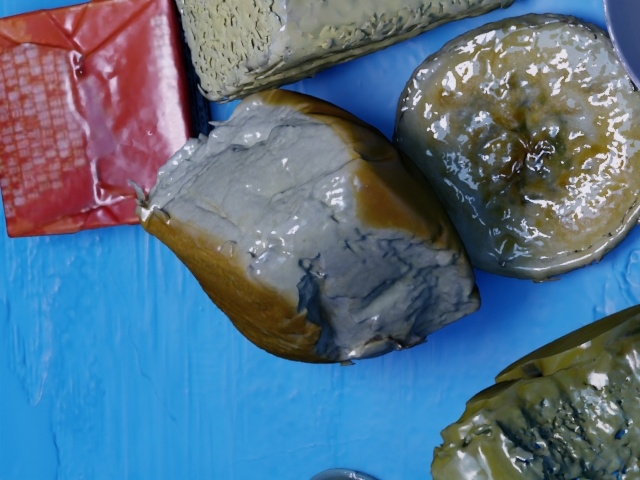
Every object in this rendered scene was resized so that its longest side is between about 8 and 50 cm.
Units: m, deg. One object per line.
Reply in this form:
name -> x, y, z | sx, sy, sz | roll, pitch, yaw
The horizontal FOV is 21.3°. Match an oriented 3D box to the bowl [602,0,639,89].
bowl -> 0.403, -0.227, 1.512 | 0.287, 0.144, 0.287 | 2, 95, 22

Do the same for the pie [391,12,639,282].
pie -> 0.199, -0.093, 1.654 | 0.274, 0.055, 0.274 | 2, 96, 22

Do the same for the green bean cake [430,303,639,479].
green bean cake -> 0.261, 0.173, 1.532 | 0.310, 0.285, 0.202 | -28, 79, 20

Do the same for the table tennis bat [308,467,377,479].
table tennis bat -> 0.062, 0.302, 1.758 | 0.201, 0.033, 0.124 | 7, 99, 26

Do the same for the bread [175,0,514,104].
bread -> 0.019, -0.290, 1.666 | 0.279, 0.315, 0.248 | -20, 83, 54

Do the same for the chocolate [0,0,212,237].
chocolate -> -0.226, -0.130, 1.794 | 0.234, 0.108, 0.237 | -8, 90, 23

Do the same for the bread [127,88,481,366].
bread -> 0.000, 0.000, 1.603 | 0.225, 0.250, 0.279 | -46, 40, -9
